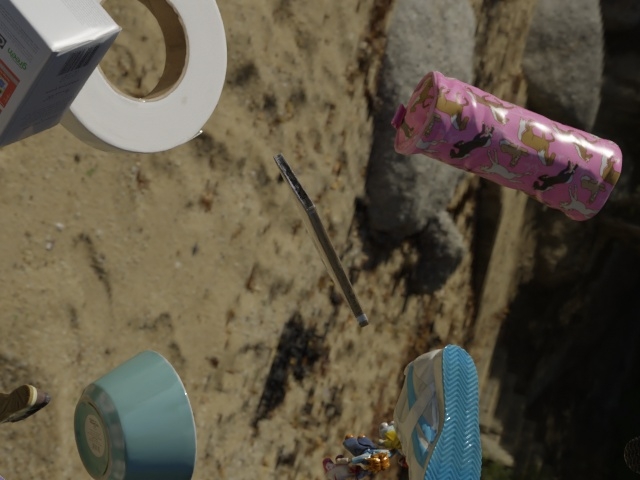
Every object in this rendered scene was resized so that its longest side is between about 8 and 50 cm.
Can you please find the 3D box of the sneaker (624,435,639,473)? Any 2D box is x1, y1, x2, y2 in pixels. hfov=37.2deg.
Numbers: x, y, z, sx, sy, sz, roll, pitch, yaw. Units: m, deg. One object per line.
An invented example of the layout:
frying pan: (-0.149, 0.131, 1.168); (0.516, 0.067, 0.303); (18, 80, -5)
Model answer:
sneaker: (0.493, 0.285, 1.282); (0.075, 0.161, 0.057); (19, 57, -39)

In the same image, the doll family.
doll family: (0.124, 0.431, 1.943); (0.163, 0.263, 0.118); (-159, -120, -71)

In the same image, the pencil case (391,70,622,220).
pencil case: (0.320, -0.161, 1.638); (0.167, 0.386, 0.160); (124, -21, -45)

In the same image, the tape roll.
tape roll: (-0.336, -0.346, 1.704); (0.392, 0.072, 0.392); (-3, 94, -45)

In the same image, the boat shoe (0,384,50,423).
boat shoe: (-0.491, 0.271, 1.539); (0.049, 0.152, 0.056); (24, 58, -38)

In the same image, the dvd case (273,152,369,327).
dvd case: (0.000, 0.000, 1.342); (0.221, 0.018, 0.164); (64, -4, -36)

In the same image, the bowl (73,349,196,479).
bowl: (-0.406, 0.399, 1.995); (0.163, 0.311, 0.312); (-9, 120, -38)

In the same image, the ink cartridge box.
ink cartridge box: (-0.453, -0.285, 1.228); (0.272, 0.309, 0.130); (-42, 178, 39)

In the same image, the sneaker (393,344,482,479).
sneaker: (0.140, 0.247, 1.181); (0.092, 0.087, 0.229); (-27, -137, 45)

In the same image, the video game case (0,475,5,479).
video game case: (-0.531, 0.379, 1.444); (0.087, 0.011, 0.122); (-56, 152, -26)
